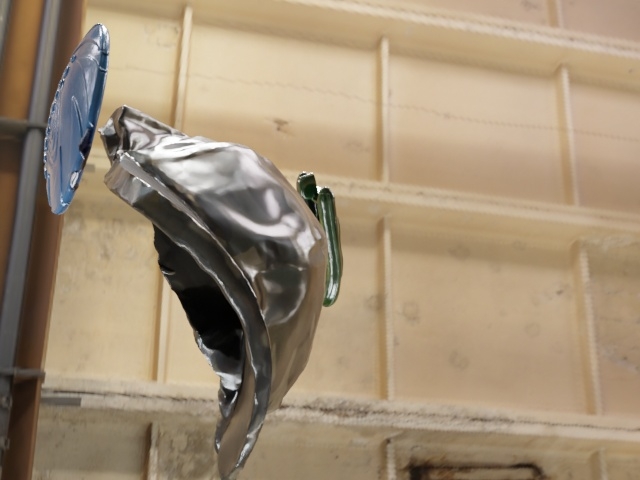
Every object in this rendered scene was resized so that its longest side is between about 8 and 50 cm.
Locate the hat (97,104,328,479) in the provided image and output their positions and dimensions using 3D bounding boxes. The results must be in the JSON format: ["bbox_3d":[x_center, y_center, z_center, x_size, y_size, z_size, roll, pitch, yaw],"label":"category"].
[{"bbox_3d":[-0.061,0.030,0.873,0.257,0.381,0.366,-26,-79,-26],"label":"hat"}]

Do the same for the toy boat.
[{"bbox_3d":[0.000,0.000,1.410,0.052,0.210,0.104,-17,-153,-23],"label":"toy boat"}]

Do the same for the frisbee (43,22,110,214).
[{"bbox_3d":[-0.311,-0.153,1.191,0.045,0.242,0.242,14,-121,-23],"label":"frisbee"}]
